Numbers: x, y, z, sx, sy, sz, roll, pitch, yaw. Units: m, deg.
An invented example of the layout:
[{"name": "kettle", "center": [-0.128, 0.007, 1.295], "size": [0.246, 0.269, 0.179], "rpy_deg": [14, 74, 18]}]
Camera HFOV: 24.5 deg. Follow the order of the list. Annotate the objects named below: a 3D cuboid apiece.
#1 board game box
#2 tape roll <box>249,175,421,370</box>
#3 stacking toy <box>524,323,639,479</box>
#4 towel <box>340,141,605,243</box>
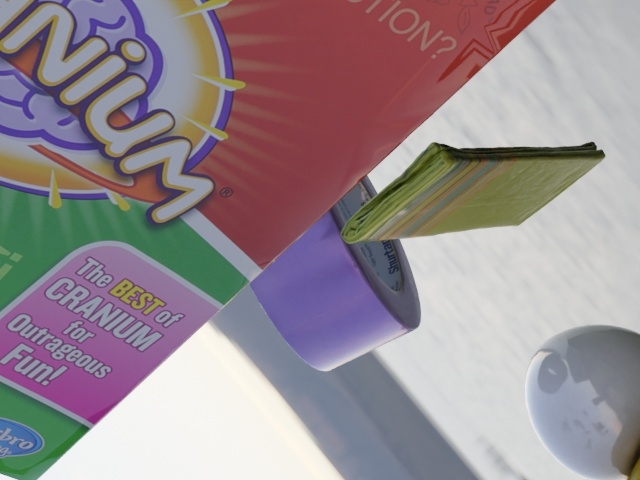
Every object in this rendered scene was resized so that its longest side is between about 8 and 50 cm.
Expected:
[{"name": "board game box", "center": [-0.099, -0.067, 0.458], "size": [0.242, 0.316, 0.064], "rpy_deg": [27, -147, -34]}, {"name": "tape roll", "center": [0.000, 0.000, 1.142], "size": [0.189, 0.080, 0.189], "rpy_deg": [58, -165, -25]}, {"name": "stacking toy", "center": [0.321, 0.224, 1.014], "size": [0.480, 0.350, 0.350], "rpy_deg": [38, 172, 30]}, {"name": "towel", "center": [0.115, -0.037, 1.060], "size": [0.237, 0.102, 0.021], "rpy_deg": [-6, -118, -54]}]
